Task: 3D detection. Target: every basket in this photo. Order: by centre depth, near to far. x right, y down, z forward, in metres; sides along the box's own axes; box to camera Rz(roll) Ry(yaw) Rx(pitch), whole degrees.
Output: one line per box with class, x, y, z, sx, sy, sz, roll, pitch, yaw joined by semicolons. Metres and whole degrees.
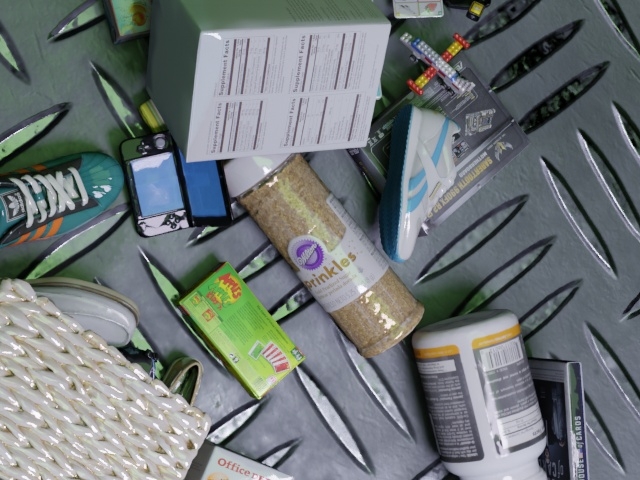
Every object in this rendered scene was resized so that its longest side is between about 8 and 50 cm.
basket;-0.359;0.246;1.550;0.328;0.331;0.266;39;63;-19

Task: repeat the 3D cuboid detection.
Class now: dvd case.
dvd case;0.346;0.295;1.975;0.030;0.179;0.238;-2;87;-14

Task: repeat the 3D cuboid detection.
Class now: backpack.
backpack;-0.268;0.196;1.814;0.084;0.114;0.105;-1;91;-15

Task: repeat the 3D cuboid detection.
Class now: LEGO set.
LEGO set;0.130;-0.300;1.967;0.244;0.060;0.182;-3;76;-7

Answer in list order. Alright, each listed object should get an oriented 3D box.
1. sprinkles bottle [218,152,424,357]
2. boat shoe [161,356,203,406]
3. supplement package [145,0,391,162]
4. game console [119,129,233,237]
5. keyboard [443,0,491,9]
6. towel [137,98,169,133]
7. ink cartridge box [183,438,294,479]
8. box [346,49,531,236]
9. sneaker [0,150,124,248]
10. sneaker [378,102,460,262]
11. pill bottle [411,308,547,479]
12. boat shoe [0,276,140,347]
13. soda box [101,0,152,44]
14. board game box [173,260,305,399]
sprinkles bottle;0.000;0.000;1.909;0.121;0.121;0.355;-42;100;-16
boat shoe;-0.214;0.251;1.851;0.068;0.072;0.190;20;81;-16
supplement package;-0.077;-0.247;1.797;0.263;0.199;0.198;-7;129;-23
game console;-0.201;-0.079;1.854;0.124;0.085;0.144;-14;102;-18
keyboard;0.248;-0.448;2.068;0.100;0.038;0.192;6;86;6
towel;-0.141;-0.208;1.929;0.237;0.021;0.102;-33;103;-18
ink cartridge box;-0.137;0.378;1.840;0.128;0.127;0.176;24;79;-15
box;0.178;-0.146;2.009;0.231;0.056;0.183;-42;100;-15
sneaker;-0.398;-0.043;1.781;0.302;0.121;0.108;-22;94;-18
sneaker;0.144;-0.078;1.920;0.092;0.087;0.228;12;86;-19
pill bottle;0.240;0.251;1.954;0.162;0.162;0.278;-14;92;-18
boat shoe;-0.394;0.110;1.764;0.302;0.113;0.103;8;44;-9
soda box;-0.283;-0.373;1.867;0.058;0.063;0.183;-15;91;-18
board game box;-0.116;0.128;1.905;0.092;0.043;0.181;-41;100;-16
